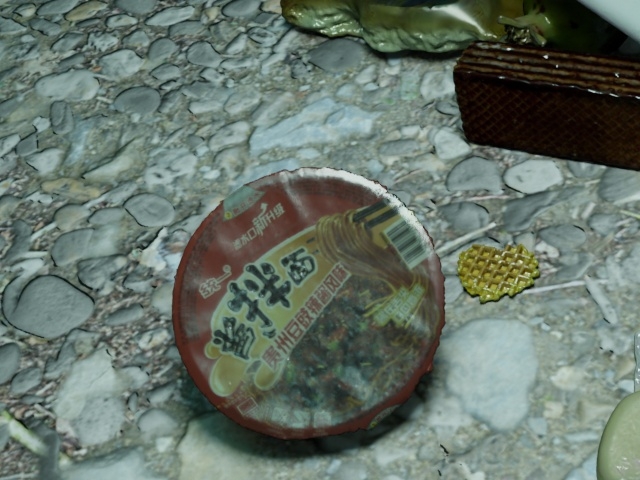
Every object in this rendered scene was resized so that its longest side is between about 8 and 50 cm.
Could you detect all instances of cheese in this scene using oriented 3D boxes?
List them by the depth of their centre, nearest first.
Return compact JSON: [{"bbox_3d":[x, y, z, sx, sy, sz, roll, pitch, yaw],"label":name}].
[{"bbox_3d":[0.302,0.156,1.272,0.097,0.037,0.192,-2,46,15],"label":"cheese"}]

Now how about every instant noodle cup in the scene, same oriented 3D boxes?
[{"bbox_3d":[-0.007,0.065,1.390,0.274,0.091,0.274,-2,80,8],"label":"instant noodle cup"}]

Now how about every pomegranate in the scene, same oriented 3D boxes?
[{"bbox_3d":[0.292,-0.263,1.627,0.148,0.148,0.169,26,71,36],"label":"pomegranate"}]

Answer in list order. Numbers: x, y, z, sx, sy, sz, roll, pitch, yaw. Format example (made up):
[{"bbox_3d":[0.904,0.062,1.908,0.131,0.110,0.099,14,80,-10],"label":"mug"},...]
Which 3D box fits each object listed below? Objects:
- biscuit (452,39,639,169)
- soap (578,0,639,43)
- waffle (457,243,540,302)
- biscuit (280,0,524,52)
[{"bbox_3d":[0.274,-0.151,1.544,0.252,0.106,0.070,12,50,27],"label":"biscuit"},{"bbox_3d":[0.332,-0.343,1.477,0.347,0.115,0.208,41,106,25],"label":"soap"},{"bbox_3d":[0.186,0.030,1.455,0.085,0.016,0.078,-12,47,7],"label":"waffle"},{"bbox_3d":[0.112,-0.322,1.797,0.335,0.078,0.329,-11,39,4],"label":"biscuit"}]
